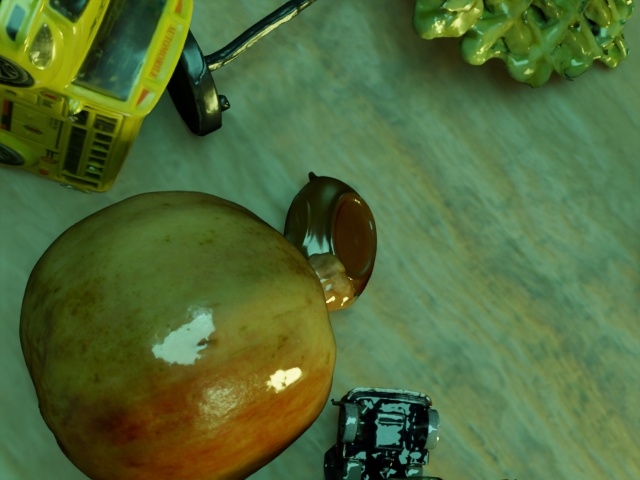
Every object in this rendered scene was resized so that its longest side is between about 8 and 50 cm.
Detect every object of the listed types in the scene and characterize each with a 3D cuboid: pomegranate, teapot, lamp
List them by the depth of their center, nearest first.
[{"bbox_3d":[-0.095,0.077,1.207,0.270,0.252,0.229,-22,62,-11],"label":"pomegranate"},{"bbox_3d":[0.000,0.000,1.334,0.098,0.078,0.129,30,56,-44],"label":"teapot"},{"bbox_3d":[-0.010,-0.253,1.363,0.371,0.130,0.108,-45,103,-11],"label":"lamp"}]

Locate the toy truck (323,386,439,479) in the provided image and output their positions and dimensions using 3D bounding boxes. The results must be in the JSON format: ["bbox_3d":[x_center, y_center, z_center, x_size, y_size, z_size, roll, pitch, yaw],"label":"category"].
[{"bbox_3d":[0.045,0.219,1.278,0.083,0.092,0.192,6,84,-8],"label":"toy truck"}]

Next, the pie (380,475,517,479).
[{"bbox_3d":[0.102,0.352,1.210,0.297,0.078,0.371,-18,101,-15],"label":"pie"}]

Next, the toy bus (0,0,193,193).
[{"bbox_3d":[-0.192,-0.143,1.198,0.152,0.330,0.144,22,74,-7],"label":"toy bus"}]

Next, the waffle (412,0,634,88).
[{"bbox_3d":[0.182,-0.295,1.380,0.297,0.073,0.317,5,77,-33],"label":"waffle"}]
